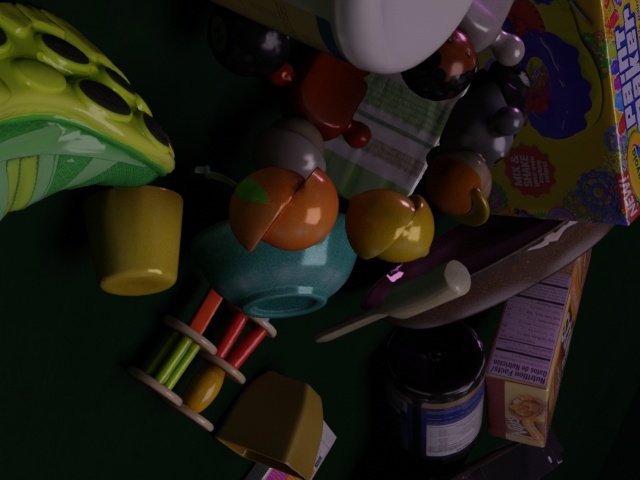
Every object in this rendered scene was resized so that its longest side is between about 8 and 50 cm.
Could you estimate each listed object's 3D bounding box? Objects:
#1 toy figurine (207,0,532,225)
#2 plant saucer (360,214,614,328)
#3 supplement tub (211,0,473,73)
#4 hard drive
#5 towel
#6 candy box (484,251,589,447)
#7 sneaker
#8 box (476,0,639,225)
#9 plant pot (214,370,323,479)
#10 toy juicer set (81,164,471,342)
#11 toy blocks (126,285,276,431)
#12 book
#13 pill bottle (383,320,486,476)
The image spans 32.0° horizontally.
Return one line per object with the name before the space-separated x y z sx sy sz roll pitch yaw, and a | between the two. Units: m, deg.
toy figurine | 0.042 -0.121 0.799 0.213 0.209 0.148 77 34 -54
plant saucer | 0.186 0.009 1.142 0.311 0.050 0.310 -29 -174 3
supplement tub | -0.012 -0.195 0.645 0.144 0.200 0.144 -42 148 -34
hard drive | 0.180 0.357 1.543 0.237 0.064 0.339 -33 166 29
towel | 0.053 -0.103 0.953 0.152 0.113 0.023 -60 165 1
candy box | 0.299 0.095 1.505 0.183 0.087 0.316 74 31 -55
sneaker | -0.190 -0.058 0.602 0.123 0.109 0.295 -43 164 21
box | 0.244 -0.205 1.019 0.279 0.177 0.290 -35 121 -41
plant pot | -0.041 0.177 1.095 0.083 0.081 0.081 -67 156 -16
toy juicer set | 0.000 0.000 0.835 0.329 0.209 0.089 23 55 -55
toy blocks | -0.085 0.076 0.941 0.148 0.054 0.123 -56 151 -14
book | -0.042 0.253 1.216 0.144 0.035 0.096 -54 150 -16
pill bottle | 0.142 0.202 1.391 0.123 0.123 0.219 -46 150 -29
